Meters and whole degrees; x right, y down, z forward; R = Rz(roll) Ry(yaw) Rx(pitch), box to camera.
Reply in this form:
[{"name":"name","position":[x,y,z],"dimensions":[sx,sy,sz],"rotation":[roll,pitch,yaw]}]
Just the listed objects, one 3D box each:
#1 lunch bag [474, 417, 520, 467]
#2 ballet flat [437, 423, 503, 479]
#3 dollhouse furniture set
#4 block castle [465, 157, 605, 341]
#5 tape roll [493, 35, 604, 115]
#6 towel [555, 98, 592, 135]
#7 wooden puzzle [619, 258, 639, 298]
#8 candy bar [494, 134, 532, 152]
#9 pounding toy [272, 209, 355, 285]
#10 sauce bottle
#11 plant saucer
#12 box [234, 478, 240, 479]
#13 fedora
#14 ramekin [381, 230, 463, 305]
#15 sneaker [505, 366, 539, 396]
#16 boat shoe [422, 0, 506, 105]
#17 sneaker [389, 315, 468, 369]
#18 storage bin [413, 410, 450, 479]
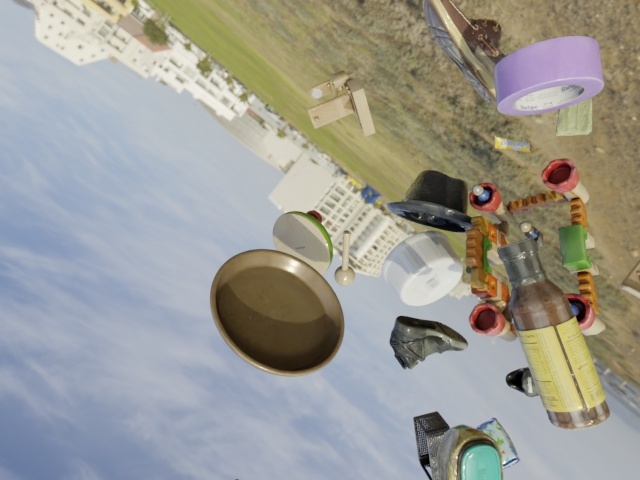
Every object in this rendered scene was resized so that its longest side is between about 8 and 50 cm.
[{"name":"lunch bag","position":[0.527,0.609,1.378],"dimensions":[0.151,0.096,0.129],"rotation":[35,-155,-53]},{"name":"ballet flat","position":[0.256,0.487,0.783],"dimensions":[0.123,0.349,0.123],"rotation":[-2,179,0]},{"name":"dollhouse furniture set","position":[0.035,-0.292,1.032],"dimensions":[0.144,0.123,0.151],"rotation":[63,-172,-47]},{"name":"block castle","position":[0.547,0.030,1.225],"dimensions":[0.213,0.453,0.303],"rotation":[27,150,-38]},{"name":"tape roll","position":[0.441,-0.315,0.904],"dimensions":[0.189,0.080,0.189],"rotation":[-4,176,0]},{"name":"towel","position":[0.865,-0.421,1.574],"dimensions":[0.110,0.148,0.027],"rotation":[3,158,31]},{"name":"wooden puzzle","position":[1.260,0.173,1.603],"dimensions":[0.322,0.348,0.080],"rotation":[37,145,31]},{"name":"candy bar","position":[0.597,-0.298,1.431],"dimensions":[0.161,0.040,0.018],"rotation":[1,169,-25]},{"name":"pounding toy","position":[0.000,0.000,1.187],"dimensions":[0.237,0.183,0.110],"rotation":[19,-143,30]},{"name":"sauce bottle","position":[0.426,0.165,0.865],"dimensions":[0.111,0.111,0.344],"rotation":[7,-114,-76]},{"name":"plant saucer","position":[-0.082,0.137,0.896],"dimensions":[0.278,0.041,0.278],"rotation":[19,-136,-20]},{"name":"box","position":[-0.211,0.619,0.999],"dimensions":[0.021,0.201,0.164],"rotation":[41,168,51]},{"name":"fedora","position":[0.373,-0.131,1.480],"dimensions":[0.334,0.152,0.334],"rotation":[17,179,0]},{"name":"ramekin","position":[0.371,0.110,1.657],"dimensions":[0.277,0.277,0.135],"rotation":[32,-156,-44]},{"name":"sneaker","position":[0.544,0.345,1.108],"dimensions":[0.106,0.078,0.234],"rotation":[3,169,-24]},{"name":"boat shoe","position":[0.388,-0.494,1.145],"dimensions":[0.342,0.123,0.123],"rotation":[41,-168,-24]},{"name":"sneaker","position":[0.286,0.287,1.258],"dimensions":[0.227,0.130,0.087],"rotation":[12,-160,-20]},{"name":"storage bin","position":[0.363,0.655,1.470],"dimensions":[0.122,0.084,0.180],"rotation":[-138,37,-77]}]
